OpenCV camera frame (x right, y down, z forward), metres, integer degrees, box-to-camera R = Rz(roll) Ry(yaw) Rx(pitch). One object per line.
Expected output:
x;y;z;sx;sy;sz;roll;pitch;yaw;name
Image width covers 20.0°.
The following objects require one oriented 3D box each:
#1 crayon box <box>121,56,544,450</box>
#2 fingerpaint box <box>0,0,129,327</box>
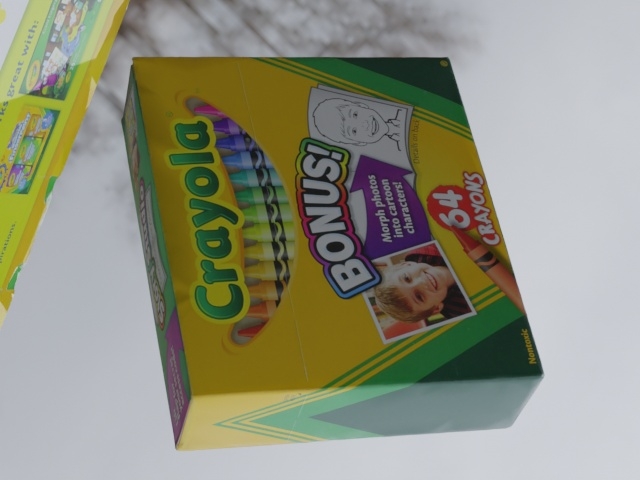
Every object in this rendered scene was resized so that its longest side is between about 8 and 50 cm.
0.000;0.000;1.642;0.106;0.313;0.363;113;-30;-51;crayon box
-0.337;-0.040;1.181;0.445;0.163;0.371;-68;160;8;fingerpaint box
